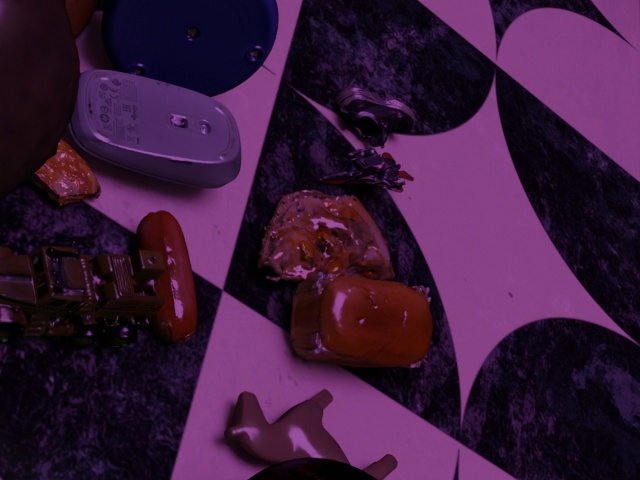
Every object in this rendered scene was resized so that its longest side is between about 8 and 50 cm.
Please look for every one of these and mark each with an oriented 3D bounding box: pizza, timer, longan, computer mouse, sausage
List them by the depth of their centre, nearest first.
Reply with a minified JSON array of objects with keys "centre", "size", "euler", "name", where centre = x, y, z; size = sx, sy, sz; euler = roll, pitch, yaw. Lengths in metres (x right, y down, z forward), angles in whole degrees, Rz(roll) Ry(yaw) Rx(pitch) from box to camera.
[{"centre":[-0.480,-0.210,1.473],"size":[0.391,0.391,0.391],"euler":[25,47,-31],"name":"longan"},{"centre":[-0.378,-0.105,1.757],"size":[0.160,0.036,0.099],"euler":[43,40,-13],"name":"pizza"},{"centre":[-0.218,0.053,1.777],"size":[0.076,0.076,0.197],"euler":[11,57,-41],"name":"sausage"},{"centre":[-0.250,-0.159,1.879],"size":[0.288,0.097,0.159],"euler":[10,58,-28],"name":"computer mouse"},{"centre":[-0.231,-0.439,2.013],"size":[0.270,0.270,0.383],"euler":[22,34,-34],"name":"timer"},{"centre":[0.000,0.000,2.034],"size":[0.297,0.071,0.189],"euler":[-2,65,-45],"name":"pizza"}]

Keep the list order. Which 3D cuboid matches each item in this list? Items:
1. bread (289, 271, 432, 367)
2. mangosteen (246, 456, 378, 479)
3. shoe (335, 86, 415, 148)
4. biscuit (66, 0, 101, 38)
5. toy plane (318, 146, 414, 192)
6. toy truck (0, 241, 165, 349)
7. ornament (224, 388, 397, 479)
[{"centre":[0.070,0.128,1.960],"size":[0.241,0.107,0.136],"euler":[11,77,-41],"name":"bread"},{"centre":[-0.011,0.413,1.549],"size":[0.313,0.297,0.297],"euler":[73,-5,-74],"name":"mangosteen"},{"centre":[0.103,-0.212,2.291],"size":[0.169,0.071,0.099],"euler":[18,52,-31],"name":"shoe"},{"centre":[-0.481,-0.446,1.892],"size":[0.359,0.046,0.359],"euler":[25,47,-30],"name":"biscuit"},{"centre":[0.074,-0.123,2.203],"size":[0.189,0.061,0.130],"euler":[-4,43,-43],"name":"toy plane"},{"centre":[-0.328,0.062,1.621],"size":[0.257,0.127,0.127],"euler":[4,62,-40],"name":"toy truck"},{"centre":[-0.020,0.296,1.810],"size":[0.230,0.061,0.245],"euler":[56,36,4],"name":"ornament"}]
